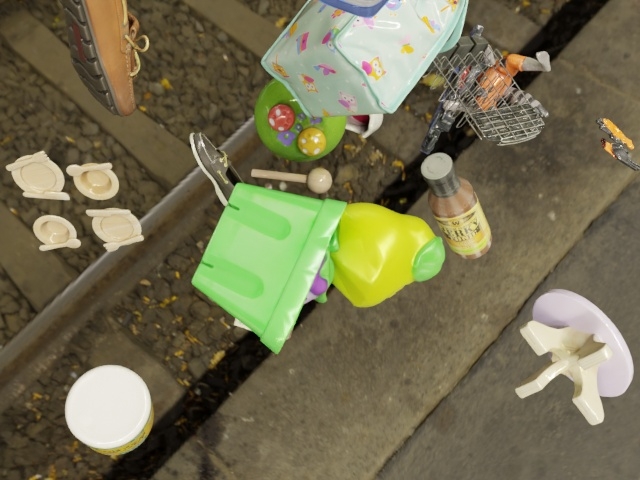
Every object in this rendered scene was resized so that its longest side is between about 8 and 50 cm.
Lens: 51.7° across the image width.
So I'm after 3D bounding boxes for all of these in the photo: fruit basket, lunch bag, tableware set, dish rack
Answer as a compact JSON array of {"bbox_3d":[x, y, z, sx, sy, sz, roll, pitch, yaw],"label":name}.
[{"bbox_3d":[0.005,0.042,1.112,0.391,0.392,0.283,25,90,17],"label":"fruit basket"},{"bbox_3d":[0.041,-0.266,0.653,0.067,0.065,0.098,27,47,9],"label":"lunch bag"},{"bbox_3d":[-0.314,-0.045,0.853,0.141,0.169,0.020,-4,42,3],"label":"tableware set"},{"bbox_3d":[0.076,-0.311,0.956,0.262,0.160,0.223,-53,30,-16],"label":"lunch bag"},{"bbox_3d":[0.311,-0.293,1.305,0.208,0.074,0.272,-17,68,-33],"label":"dish rack"}]

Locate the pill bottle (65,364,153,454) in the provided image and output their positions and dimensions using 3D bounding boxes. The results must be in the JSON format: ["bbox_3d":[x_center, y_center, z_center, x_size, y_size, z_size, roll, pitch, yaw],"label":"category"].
[{"bbox_3d":[-0.317,0.267,1.014,0.117,0.208,0.118,4,68,-11],"label":"pill bottle"}]

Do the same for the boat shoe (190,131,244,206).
[{"bbox_3d":[-0.255,-0.187,1.681,0.068,0.228,0.081,-16,39,14],"label":"boat shoe"}]

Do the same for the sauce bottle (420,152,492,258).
[{"bbox_3d":[0.310,-0.076,1.523,0.111,0.344,0.112,-14,56,21],"label":"sauce bottle"}]

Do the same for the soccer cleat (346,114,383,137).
[{"bbox_3d":[0.022,-0.397,1.814,0.331,0.116,0.143,28,41,-2],"label":"soccer cleat"}]

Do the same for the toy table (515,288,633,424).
[{"bbox_3d":[0.556,0.259,1.469,0.274,0.252,0.160,45,44,15],"label":"toy table"}]

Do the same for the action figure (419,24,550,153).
[{"bbox_3d":[0.398,-0.342,1.640,0.178,0.330,0.342,20,104,-19],"label":"action figure"}]

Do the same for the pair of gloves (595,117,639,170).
[{"bbox_3d":[0.414,-0.134,0.916,0.074,0.010,0.083,29,44,-18],"label":"pair of gloves"}]

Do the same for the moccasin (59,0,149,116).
[{"bbox_3d":[-0.391,-0.392,1.217,0.139,0.380,0.147,35,57,28],"label":"moccasin"}]

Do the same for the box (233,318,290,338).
[{"bbox_3d":[-0.126,0.141,1.806,0.148,0.127,0.233,16,86,7],"label":"box"}]

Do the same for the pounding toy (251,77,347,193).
[{"bbox_3d":[-0.047,-0.196,1.270,0.182,0.237,0.110,9,29,-1],"label":"pounding toy"}]
